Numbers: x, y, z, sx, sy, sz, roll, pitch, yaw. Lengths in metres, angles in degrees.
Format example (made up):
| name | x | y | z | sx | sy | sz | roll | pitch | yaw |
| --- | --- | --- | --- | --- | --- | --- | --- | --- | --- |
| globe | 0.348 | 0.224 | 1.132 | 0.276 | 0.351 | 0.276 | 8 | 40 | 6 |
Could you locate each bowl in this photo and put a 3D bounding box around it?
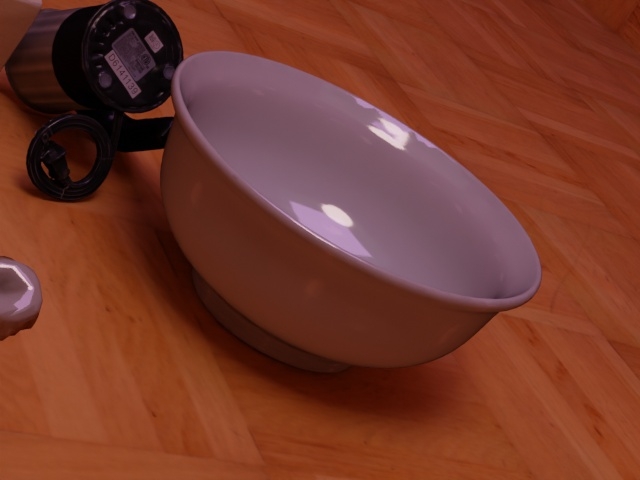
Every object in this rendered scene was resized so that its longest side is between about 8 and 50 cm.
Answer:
| name | x | y | z | sx | sy | sz | roll | pitch | yaw |
| --- | --- | --- | --- | --- | --- | --- | --- | --- | --- |
| bowl | 0.000 | 0.000 | 0.945 | 0.298 | 0.134 | 0.298 | 26 | 23 | -12 |

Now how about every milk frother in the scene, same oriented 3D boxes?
| name | x | y | z | sx | sy | sz | roll | pitch | yaw |
| --- | --- | --- | --- | --- | --- | --- | --- | --- | --- |
| milk frother | -0.189 | -0.105 | 0.987 | 0.143 | 0.129 | 0.134 | -28 | 20 | -32 |

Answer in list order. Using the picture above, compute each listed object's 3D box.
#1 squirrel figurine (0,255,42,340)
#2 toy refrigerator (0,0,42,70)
| name | x | y | z | sx | sy | sz | roll | pitch | yaw |
| --- | --- | --- | --- | --- | --- | --- | --- | --- | --- |
| squirrel figurine | -0.230 | 0.064 | 0.425 | 0.370 | 0.281 | 0.397 | 38 | 34 | -85 |
| toy refrigerator | -0.345 | -0.195 | 0.929 | 0.269 | 0.102 | 0.094 | 10 | 46 | -40 |
